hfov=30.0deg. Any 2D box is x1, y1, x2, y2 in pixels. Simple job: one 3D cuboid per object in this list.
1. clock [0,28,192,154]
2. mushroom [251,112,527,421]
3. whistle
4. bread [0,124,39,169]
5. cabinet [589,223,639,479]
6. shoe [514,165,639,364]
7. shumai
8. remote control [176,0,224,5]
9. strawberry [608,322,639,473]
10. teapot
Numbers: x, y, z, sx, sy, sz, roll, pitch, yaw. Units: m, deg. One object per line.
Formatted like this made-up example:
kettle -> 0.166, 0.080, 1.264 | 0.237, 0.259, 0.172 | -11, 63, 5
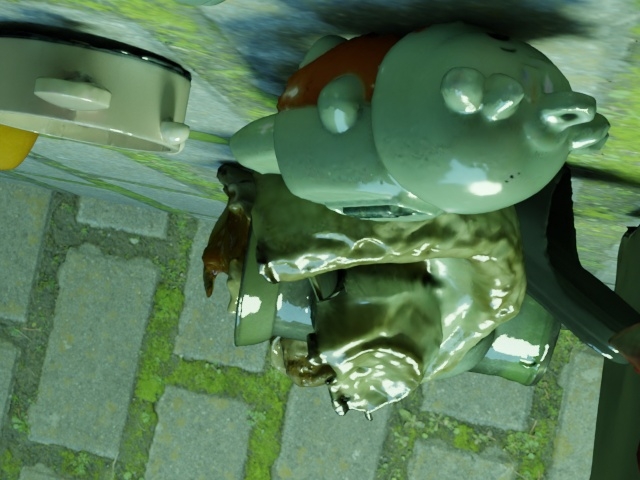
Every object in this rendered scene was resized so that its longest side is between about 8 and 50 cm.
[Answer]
clock -> -0.169, -0.106, 0.859 | 0.155, 0.063, 0.229 | 9, 180, -7
mushroom -> 0.052, -0.005, 0.834 | 0.164, 0.190, 0.267 | -18, 139, 6
whistle -> 0.039, -0.057, 0.607 | 0.102, 0.106, 0.253 | 48, 152, -25
bread -> -0.286, -0.115, 0.879 | 0.074, 0.093, 0.239 | -17, 168, 19
cabinet -> 0.415, 0.138, 1.008 | 0.318, 0.290, 0.227 | 8, 172, 3
shoe -> 0.178, -0.012, 0.938 | 0.241, 0.093, 0.108 | 43, -161, 12
shumai -> 0.000, 0.000, 1.406 | 0.314, 0.267, 0.262 | -24, 122, 34
remote control -> -0.033, -0.117, 0.452 | 0.065, 0.029, 0.166 | 14, 176, -24
strawberry -> 0.273, 0.080, 0.458 | 0.292, 0.292, 0.343 | 9, 161, 37
teapot -> 0.090, 0.048, 1.175 | 0.337, 0.200, 0.270 | 9, -153, 0
